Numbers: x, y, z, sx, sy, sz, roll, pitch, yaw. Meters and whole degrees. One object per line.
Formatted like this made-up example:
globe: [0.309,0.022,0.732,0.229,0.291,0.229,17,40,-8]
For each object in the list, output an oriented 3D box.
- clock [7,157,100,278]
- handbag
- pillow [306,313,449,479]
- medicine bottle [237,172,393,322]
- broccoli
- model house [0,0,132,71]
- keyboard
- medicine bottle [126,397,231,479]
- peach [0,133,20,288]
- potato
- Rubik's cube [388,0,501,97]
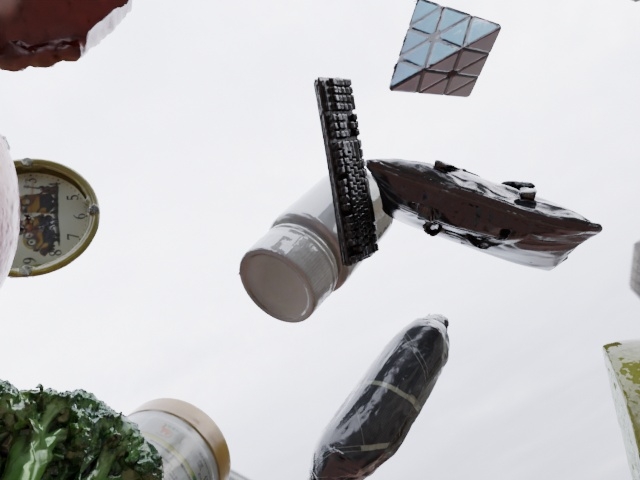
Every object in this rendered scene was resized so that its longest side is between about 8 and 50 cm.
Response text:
clock: [-0.500,-0.034,1.010,0.237,0.237,0.057,-10,-24,-20]
handbag: [0.181,-0.033,0.695,0.211,0.254,0.088,35,-106,-74]
pillow: [0.092,0.225,0.832,0.335,0.092,0.161,-47,-10,-30]
medicine bottle: [0.000,0.000,0.877,0.252,0.144,0.144,-44,-21,-47]
broccoli: [-0.255,0.257,0.507,0.270,0.270,0.270,-1,-86,-22]
model house: [-0.205,-0.225,0.440,0.254,0.196,0.160,-35,-62,17]
keyboard: [0.037,-0.087,0.728,0.023,0.231,0.072,-4,9,39]
medicine bottle: [-0.311,0.439,1.053,0.238,0.238,0.232,-44,-2,19]
peach: [-0.427,-0.028,0.454,0.388,0.388,0.388,-15,-42,-14]
potato: [0.295,0.123,0.423,0.149,0.120,0.081,-13,-11,9]
Rubik's cube: [0.330,-0.505,1.587,0.233,0.228,0.229,17,-63,5]
